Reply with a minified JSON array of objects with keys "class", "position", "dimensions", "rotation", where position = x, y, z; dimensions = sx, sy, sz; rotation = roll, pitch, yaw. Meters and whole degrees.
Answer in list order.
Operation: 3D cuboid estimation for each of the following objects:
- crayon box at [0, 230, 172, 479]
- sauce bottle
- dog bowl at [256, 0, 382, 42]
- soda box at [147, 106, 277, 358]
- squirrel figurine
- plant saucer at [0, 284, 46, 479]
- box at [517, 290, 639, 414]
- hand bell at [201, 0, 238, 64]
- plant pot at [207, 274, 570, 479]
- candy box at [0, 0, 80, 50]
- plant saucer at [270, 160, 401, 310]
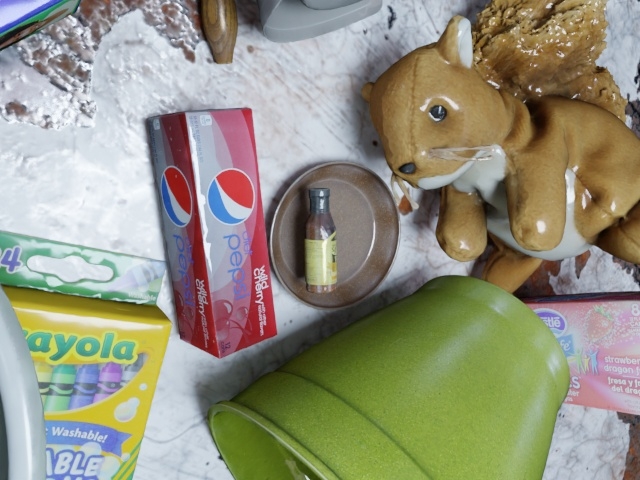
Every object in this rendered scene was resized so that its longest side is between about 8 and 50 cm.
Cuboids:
[{"class":"crayon box","position":[-0.285,0.165,0.548],"dimensions":[0.203,0.083,0.323],"rotation":[14,91,-30]},{"class":"sauce bottle","position":[0.000,0.000,0.657],"dimensions":[0.042,0.042,0.128],"rotation":[-7,104,-28]},{"class":"dog bowl","position":[0.078,-0.327,0.526],"dimensions":[0.349,0.349,0.102],"rotation":[-29,98,-22]},{"class":"soda box","position":[-0.118,-0.011,0.596],"dimensions":[0.083,0.092,0.263],"rotation":[-17,108,-41]},{"class":"squirrel figurine","position":[0.242,-0.160,0.717],"dimensions":[0.370,0.281,0.397],"rotation":[28,71,-19]},{"class":"plant saucer","position":[-0.363,0.148,0.416],"dimensions":[0.400,0.100,0.400],"rotation":[0,89,13]},{"class":"box","position":[0.381,0.152,0.776],"dimensions":[0.154,0.300,0.142],"rotation":[-5,85,-28]},{"class":"hand bell","position":[-0.112,-0.314,0.565],"dimensions":[0.126,0.126,0.242],"rotation":[-15,118,-26]},{"class":"plant pot","position":[0.118,0.232,0.655],"dimensions":[0.353,0.366,0.366],"rotation":[-36,114,-31]},{"class":"candy box","position":[-0.396,-0.232,0.394],"dimensions":[0.317,0.122,0.268],"rotation":[-39,114,-17]},{"class":"plant saucer","position":[0.018,-0.006,0.711],"dimensions":[0.199,0.036,0.198],"rotation":[-6,101,-29]}]
